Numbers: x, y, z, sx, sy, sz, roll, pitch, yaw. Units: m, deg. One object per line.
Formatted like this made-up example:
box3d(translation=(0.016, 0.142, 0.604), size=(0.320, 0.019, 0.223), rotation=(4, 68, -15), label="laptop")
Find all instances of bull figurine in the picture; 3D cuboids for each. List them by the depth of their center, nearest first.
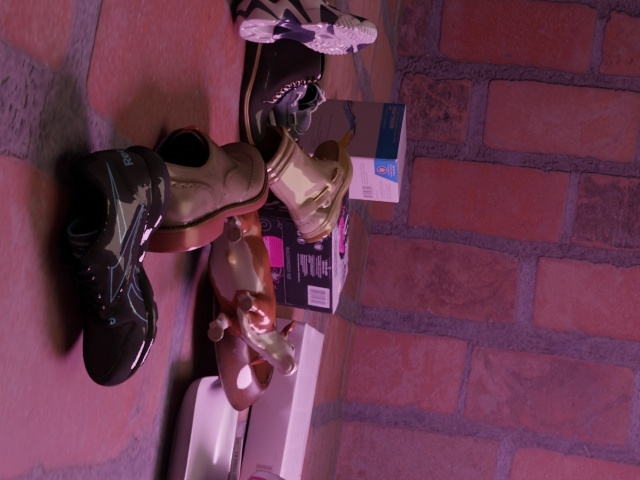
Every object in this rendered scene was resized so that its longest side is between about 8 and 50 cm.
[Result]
box3d(translation=(-0.120, 0.068, 1.326), size=(0.188, 0.101, 0.310), rotation=(21, 51, -79), label="bull figurine")

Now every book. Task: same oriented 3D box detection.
box3d(translation=(-0.164, 0.451, 1.615), size=(0.096, 0.035, 0.144), rotation=(109, -14, -58), label="book")

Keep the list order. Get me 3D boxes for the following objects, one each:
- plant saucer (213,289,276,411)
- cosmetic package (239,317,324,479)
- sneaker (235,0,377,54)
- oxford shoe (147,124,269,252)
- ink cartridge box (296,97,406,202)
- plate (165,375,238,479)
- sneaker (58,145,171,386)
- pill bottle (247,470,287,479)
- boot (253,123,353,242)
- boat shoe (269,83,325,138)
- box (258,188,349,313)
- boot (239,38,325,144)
box3d(translation=(-0.124, 0.143, 1.524), size=(0.310, 0.050, 0.310), rotation=(-4, 90, -82), label="plant saucer")
box3d(translation=(-0.082, 0.377, 1.954), size=(0.284, 0.098, 0.377), rotation=(50, 48, -74), label="cosmetic package")
box3d(translation=(-0.022, -0.397, 1.412), size=(0.094, 0.235, 0.153), rotation=(123, -33, -70), label="sneaker")
box3d(translation=(-0.149, -0.097, 1.171), size=(0.348, 0.123, 0.130), rotation=(-61, 151, -67), label="oxford shoe")
box3d(translation=(0.074, -0.210, 2.000), size=(0.171, 0.233, 0.168), rotation=(80, 18, -59), label="ink cartridge box")
box3d(translation=(-0.198, 0.354, 1.431), size=(0.278, 0.045, 0.277), rotation=(31, 68, -80), label="plate")
box3d(translation=(-0.236, 0.030, 0.922), size=(0.106, 0.101, 0.267), rotation=(-7, 107, -57), label="sneaker")
box3d(translation=(-0.129, 0.547, 1.453), size=(0.283, 0.160, 0.160), rotation=(-50, 154, -30), label="pill bottle")
box3d(translation=(-0.037, -0.149, 1.611), size=(0.203, 0.095, 0.262), rotation=(50, 37, -30), label="boot")
box3d(translation=(-0.043, -0.268, 1.676), size=(0.319, 0.099, 0.116), rotation=(55, 43, -75), label="boat shoe")
box3d(translation=(-0.029, 0.008, 1.777), size=(0.142, 0.163, 0.247), rotation=(-69, 164, -46), label="box")
box3d(translation=(-0.061, -0.256, 1.482), size=(0.077, 0.137, 0.197), rotation=(-52, 149, -72), label="boot")
